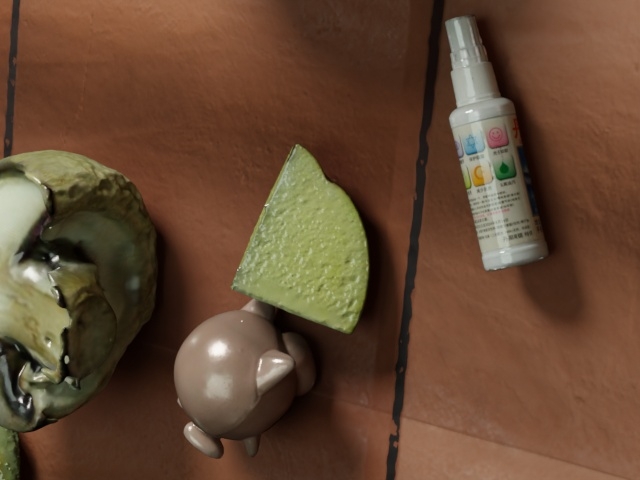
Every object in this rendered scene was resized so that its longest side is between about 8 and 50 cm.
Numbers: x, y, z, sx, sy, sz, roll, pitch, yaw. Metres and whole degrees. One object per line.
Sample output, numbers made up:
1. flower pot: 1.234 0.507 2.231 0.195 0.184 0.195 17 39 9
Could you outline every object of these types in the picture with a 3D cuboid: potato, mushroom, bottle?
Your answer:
1. potato: 0.000 0.000 1.824 0.120 0.081 0.149 24 95 -1
2. mushroom: -0.260 0.039 1.943 0.189 0.164 0.267 8 105 38
3. bottle: 0.143 -0.084 1.698 0.060 0.060 0.217 -13 91 36

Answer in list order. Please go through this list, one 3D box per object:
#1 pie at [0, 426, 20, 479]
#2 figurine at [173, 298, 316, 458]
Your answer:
1. pie: -0.437 0.230 2.158 0.323 0.070 0.323 6 102 31
2. figurine: -0.074 0.126 1.856 0.138 0.125 0.125 -48 70 17
